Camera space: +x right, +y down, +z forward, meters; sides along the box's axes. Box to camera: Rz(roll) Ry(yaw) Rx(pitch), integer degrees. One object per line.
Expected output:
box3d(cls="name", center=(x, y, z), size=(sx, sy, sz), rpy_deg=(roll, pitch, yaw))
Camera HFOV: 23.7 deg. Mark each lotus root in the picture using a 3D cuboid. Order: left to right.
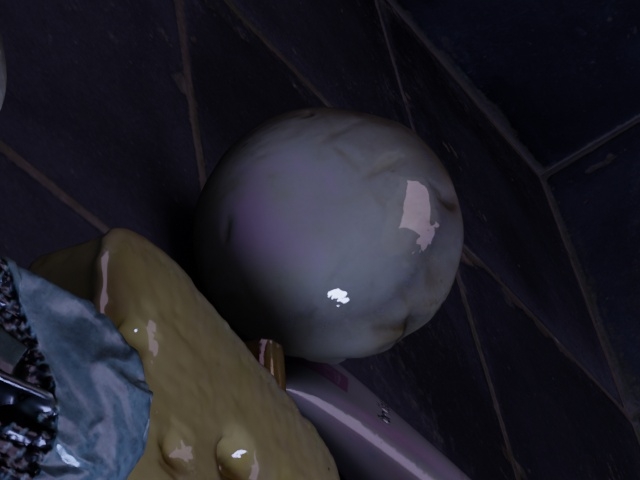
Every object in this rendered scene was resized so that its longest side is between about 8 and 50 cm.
box3d(cls="lotus root", center=(-0.086, 0.173, 1.606), size=(0.159, 0.095, 0.135), rpy_deg=(103, -21, -55))

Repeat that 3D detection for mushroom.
box3d(cls="mushroom", center=(-0.003, -0.024, 1.799), size=(0.315, 0.315, 0.356), rpy_deg=(47, 0, -32))

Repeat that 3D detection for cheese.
box3d(cls="cheese", center=(-0.133, 0.223, 1.266), size=(0.384, 0.104, 0.383), rpy_deg=(38, 43, -46))

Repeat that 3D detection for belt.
box3d(cls="belt", center=(-0.252, 0.119, 1.070), size=(0.258, 0.150, 0.207), rpy_deg=(27, 47, -21))

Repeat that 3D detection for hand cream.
box3d(cls="hand cream", center=(0.064, 0.247, 1.839), size=(0.358, 0.118, 0.185), rpy_deg=(47, 17, -12))

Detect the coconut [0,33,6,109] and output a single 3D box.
box3d(cls="coconut", center=(-0.362, -0.155, 1.145), size=(0.245, 0.247, 0.245), rpy_deg=(48, 23, -27))
